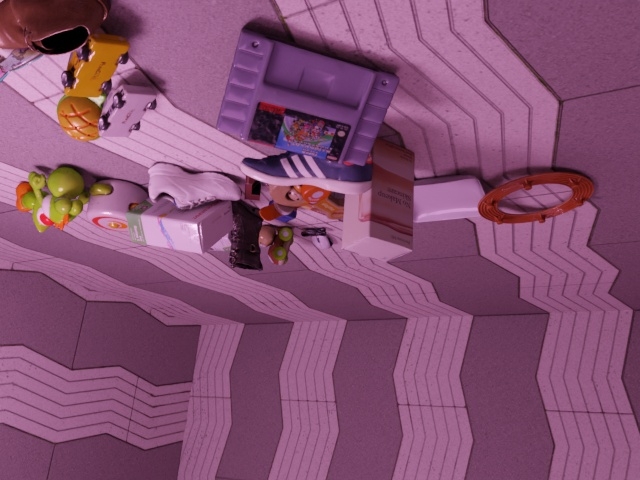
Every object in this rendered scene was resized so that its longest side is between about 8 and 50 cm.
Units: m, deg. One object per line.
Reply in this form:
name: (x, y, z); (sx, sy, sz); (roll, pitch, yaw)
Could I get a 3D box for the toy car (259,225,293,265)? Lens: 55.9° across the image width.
toy car: (-0.206, 0.003, 2.302); (0.189, 0.148, 0.155); (16, 171, 2)

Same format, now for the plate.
plate: (0.382, -0.135, 1.879); (0.278, 0.045, 0.278); (-5, 158, 27)

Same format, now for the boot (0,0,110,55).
boot: (-0.567, -0.421, 1.198); (0.306, 0.115, 0.112); (-4, 151, 23)

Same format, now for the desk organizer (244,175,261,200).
desk organizer: (-0.215, -0.173, 1.926); (0.050, 0.047, 0.130); (5, 161, -6)

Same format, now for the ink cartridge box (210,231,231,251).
ink cartridge box: (-0.438, -0.026, 2.324); (0.220, 0.092, 0.160); (2, 160, 7)

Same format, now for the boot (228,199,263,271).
boot: (-0.293, -0.018, 2.105); (0.263, 0.228, 0.091); (21, 155, -38)

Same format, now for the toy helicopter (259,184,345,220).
toy helicopter: (-0.028, -0.121, 1.805); (0.235, 0.140, 0.355); (-29, 153, 22)

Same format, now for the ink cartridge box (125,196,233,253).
ink cartridge box: (-0.453, -0.065, 1.972); (0.278, 0.201, 0.117); (9, 119, 21)

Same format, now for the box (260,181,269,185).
box: (-0.138, -0.200, 1.804); (0.083, 0.062, 0.052); (1, 161, 12)

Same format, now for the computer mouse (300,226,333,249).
computer mouse: (0.000, 0.000, 2.359); (0.106, 0.042, 0.193); (-3, 159, 20)

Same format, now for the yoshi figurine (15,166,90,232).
yoshi figurine: (-0.888, -0.160, 2.032); (0.362, 0.204, 0.202); (5, 125, 47)

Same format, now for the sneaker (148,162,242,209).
sneaker: (-0.399, -0.152, 1.908); (0.297, 0.129, 0.111); (7, 157, -10)

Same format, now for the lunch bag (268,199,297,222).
lunch bag: (-0.124, -0.104, 2.060); (0.099, 0.067, 0.065); (17, 158, -32)

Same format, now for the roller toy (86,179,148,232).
roller toy: (-0.695, -0.110, 2.076); (0.210, 0.146, 0.191); (12, 160, -21)

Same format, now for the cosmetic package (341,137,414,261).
cosmetic package: (0.159, -0.109, 1.631); (0.153, 0.296, 0.129); (16, 156, -29)

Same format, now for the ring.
ring: (0.646, -0.114, 1.820); (0.337, 0.032, 0.336); (-3, 157, -1)

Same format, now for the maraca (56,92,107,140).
maraca: (-0.601, -0.328, 1.526); (0.127, 0.099, 0.185); (15, 135, -14)

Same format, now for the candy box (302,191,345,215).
candy box: (-0.005, -0.136, 1.965); (0.187, 0.053, 0.109); (21, 155, -33)

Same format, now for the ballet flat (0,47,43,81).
ballet flat: (-0.701, -0.415, 1.351); (0.222, 0.076, 0.079); (-10, 136, 37)

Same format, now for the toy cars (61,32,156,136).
toy cars: (-0.487, -0.364, 1.389); (0.177, 0.087, 0.393); (-21, 166, -5)

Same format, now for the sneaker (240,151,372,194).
sneaker: (-0.035, -0.215, 1.550); (0.350, 0.148, 0.131); (7, -164, 10)

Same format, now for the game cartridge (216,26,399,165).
game cartridge: (-0.029, -0.300, 1.321); (0.355, 0.068, 0.230); (11, 116, -17)
